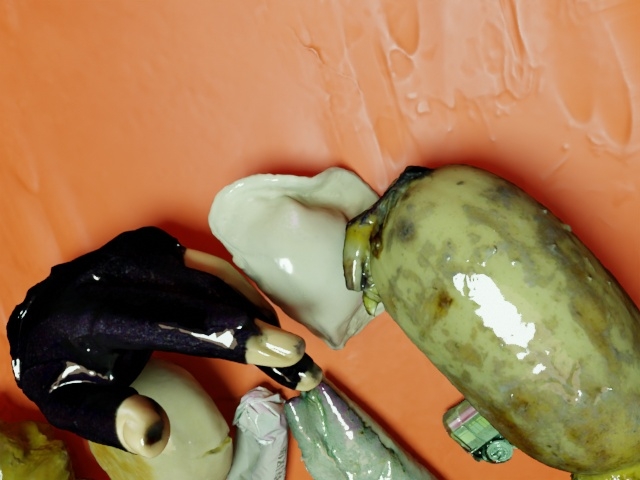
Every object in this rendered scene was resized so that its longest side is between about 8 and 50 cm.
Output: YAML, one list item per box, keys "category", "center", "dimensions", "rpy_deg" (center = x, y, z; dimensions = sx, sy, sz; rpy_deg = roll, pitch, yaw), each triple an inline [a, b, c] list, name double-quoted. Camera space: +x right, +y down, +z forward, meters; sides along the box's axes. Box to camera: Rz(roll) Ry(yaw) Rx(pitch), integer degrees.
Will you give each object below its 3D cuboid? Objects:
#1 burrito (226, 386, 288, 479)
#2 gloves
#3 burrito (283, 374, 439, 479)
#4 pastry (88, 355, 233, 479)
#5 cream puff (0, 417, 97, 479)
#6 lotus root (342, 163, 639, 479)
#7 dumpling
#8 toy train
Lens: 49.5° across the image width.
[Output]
- category: "burrito"
  center: [-0.066, 0.240, 0.709]
  dimensions: [0.064, 0.064, 0.203]
  rpy_deg: [10, 112, 8]
- category: "gloves"
  center: [-0.139, 0.080, 0.562]
  dimensions: [0.301, 0.197, 0.152]
  rpy_deg: [5, 137, 25]
- category: "burrito"
  center: [0.075, 0.258, 0.681]
  dimensions: [0.096, 0.066, 0.309]
  rpy_deg: [-42, 97, 16]
- category: "pastry"
  center: [-0.156, 0.190, 0.672]
  dimensions: [0.156, 0.092, 0.156]
  rpy_deg: [20, 130, 26]
- category: "cream puff"
  center: [-0.343, 0.296, 0.710]
  dimensions: [0.244, 0.196, 0.244]
  rpy_deg: [-2, 64, 4]
- category: "lotus root"
  center: [0.155, 0.069, 0.528]
  dimensions: [0.173, 0.173, 0.309]
  rpy_deg: [-42, 85, 21]
- category: "dumpling"
  center: [-0.001, -0.001, 0.594]
  dimensions: [0.169, 0.100, 0.134]
  rpy_deg: [42, 83, 4]
- category: "toy train"
  center: [0.185, 0.149, 0.635]
  dimensions: [0.071, 0.038, 0.148]
  rpy_deg: [45, 110, -6]
